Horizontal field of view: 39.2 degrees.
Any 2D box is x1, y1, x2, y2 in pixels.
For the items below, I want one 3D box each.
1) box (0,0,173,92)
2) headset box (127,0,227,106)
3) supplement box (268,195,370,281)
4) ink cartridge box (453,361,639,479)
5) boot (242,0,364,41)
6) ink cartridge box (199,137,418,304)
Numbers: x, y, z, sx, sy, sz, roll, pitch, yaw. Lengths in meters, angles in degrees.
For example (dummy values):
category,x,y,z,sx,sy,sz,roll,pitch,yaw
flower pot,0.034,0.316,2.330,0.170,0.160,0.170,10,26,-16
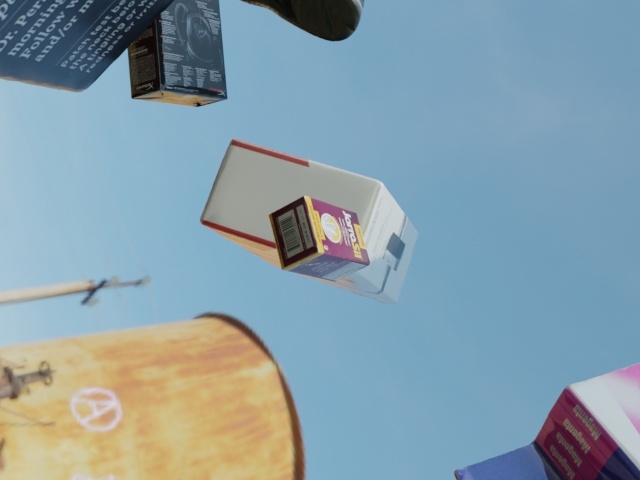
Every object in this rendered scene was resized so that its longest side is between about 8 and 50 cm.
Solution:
category,x,y,z,sx,sy,sz,roll,pitch,yaw
box,-0.259,-0.336,0.342,0.297,0.472,0.480,-44,-95,10
headset box,-0.097,-0.135,0.600,0.032,0.062,0.083,-8,-92,38
supplement box,0.000,0.000,0.787,0.043,0.083,0.055,-27,-112,28
ink cartridge box,0.311,0.203,0.590,0.324,0.330,0.071,-125,-152,-46
boot,-0.040,-0.339,1.054,0.236,0.178,0.085,31,-51,-4
ink cartridge box,-0.001,-0.015,1.140,0.197,0.273,0.114,18,-97,18
